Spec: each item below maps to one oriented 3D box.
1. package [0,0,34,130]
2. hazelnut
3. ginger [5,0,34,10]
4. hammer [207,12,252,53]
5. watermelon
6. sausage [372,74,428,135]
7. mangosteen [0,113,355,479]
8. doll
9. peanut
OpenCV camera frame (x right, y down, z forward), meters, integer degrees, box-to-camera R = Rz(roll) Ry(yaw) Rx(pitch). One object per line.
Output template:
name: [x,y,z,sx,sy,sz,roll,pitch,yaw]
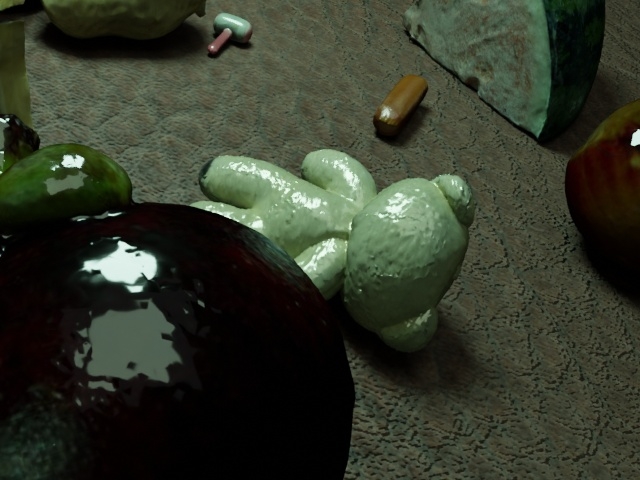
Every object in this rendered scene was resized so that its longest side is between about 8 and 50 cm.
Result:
package: [-0.398,-0.132,0.902,0.311,0.165,0.221,-31,88,-47]
hazelnut: [0.390,-0.054,1.181,0.229,0.229,0.229,12,36,-9]
ginger: [-0.392,-0.429,1.308,0.200,0.223,0.269,21,38,10]
hammer: [-0.123,-0.262,1.362,0.052,0.031,0.083,21,42,9]
watermelon: [0.272,-0.330,1.442,0.292,0.250,0.283,30,32,12]
sausage: [0.100,-0.169,1.323,0.039,0.041,0.131,29,37,6]
mangosteen: [-0.137,0.102,0.634,0.330,0.330,0.330,12,36,-9]
doll: [0.002,-0.003,1.019,0.278,0.175,0.149,17,-3,12]
peanut: [-0.234,-0.307,1.295,0.224,0.129,0.129,-14,46,-24]
